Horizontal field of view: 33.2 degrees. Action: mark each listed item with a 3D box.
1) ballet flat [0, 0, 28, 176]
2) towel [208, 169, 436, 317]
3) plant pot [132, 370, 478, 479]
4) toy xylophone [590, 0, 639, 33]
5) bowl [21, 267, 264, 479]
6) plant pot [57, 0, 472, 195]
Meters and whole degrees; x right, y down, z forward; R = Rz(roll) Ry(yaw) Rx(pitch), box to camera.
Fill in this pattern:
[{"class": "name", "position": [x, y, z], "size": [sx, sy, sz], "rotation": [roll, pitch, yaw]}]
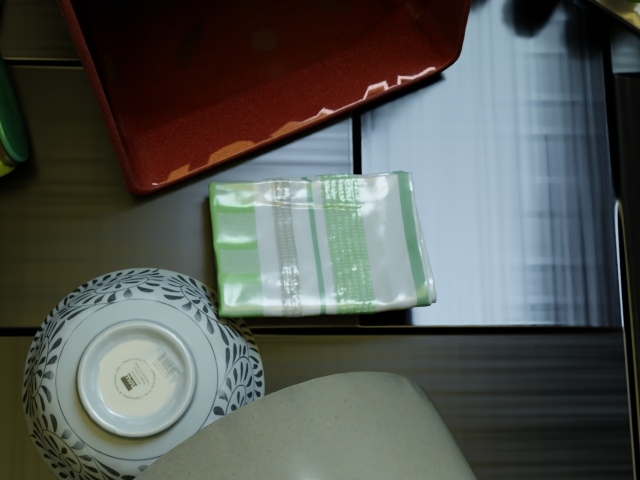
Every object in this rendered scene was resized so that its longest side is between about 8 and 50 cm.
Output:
[{"class": "ballet flat", "position": [-0.264, -0.152, 0.759], "size": [0.077, 0.077, 0.231], "rotation": [-12, 81, 9]}, {"class": "towel", "position": [0.000, 0.000, 0.754], "size": [0.152, 0.023, 0.113], "rotation": [-3, 58, -10]}, {"class": "plant pot", "position": [0.032, 0.253, 0.554], "size": [0.256, 0.256, 0.274], "rotation": [-32, 54, -11]}, {"class": "toy xylophone", "position": [0.225, -0.289, 0.820], "size": [0.322, 0.081, 0.236], "rotation": [26, 82, 1]}, {"class": "bowl", "position": [-0.120, 0.095, 0.714], "size": [0.170, 0.080, 0.170], "rotation": [1, 79, -5]}, {"class": "plant pot", "position": [-0.064, -0.229, 0.712], "size": [0.267, 0.267, 0.236], "rotation": [-23, 68, -10]}]
